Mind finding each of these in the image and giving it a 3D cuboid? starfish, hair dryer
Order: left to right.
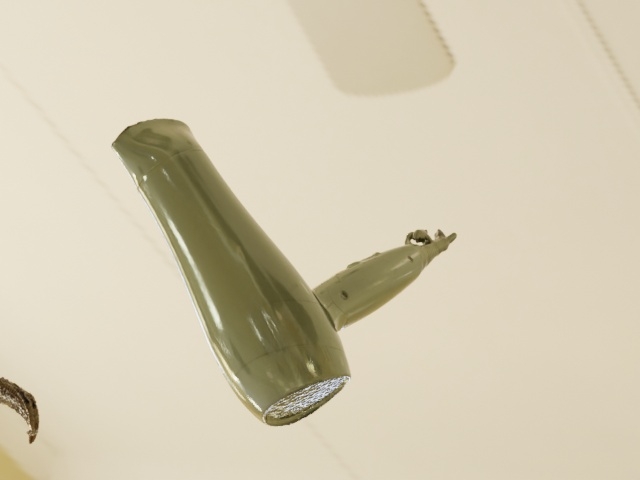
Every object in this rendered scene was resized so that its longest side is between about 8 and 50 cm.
[{"bbox_3d":[-0.219,0.105,0.989,0.078,0.028,0.091,2,-37,50],"label":"starfish"},{"bbox_3d":[0.000,0.000,0.961,0.075,0.237,0.206,-45,-113,41],"label":"hair dryer"}]
